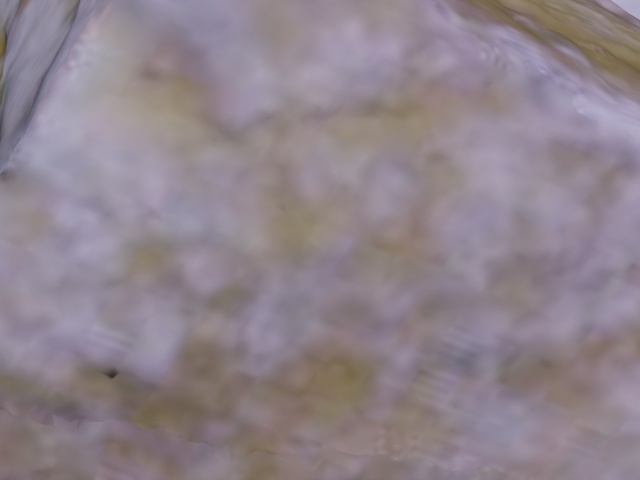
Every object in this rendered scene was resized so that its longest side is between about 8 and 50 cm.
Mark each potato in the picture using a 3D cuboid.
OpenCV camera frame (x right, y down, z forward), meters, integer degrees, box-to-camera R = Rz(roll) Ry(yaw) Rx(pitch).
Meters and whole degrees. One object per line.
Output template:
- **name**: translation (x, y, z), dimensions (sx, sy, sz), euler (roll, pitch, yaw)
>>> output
- **potato**: translation (0.004, -0.006, 0.549), dimensions (0.264, 0.211, 0.189), euler (21, 19, -15)
